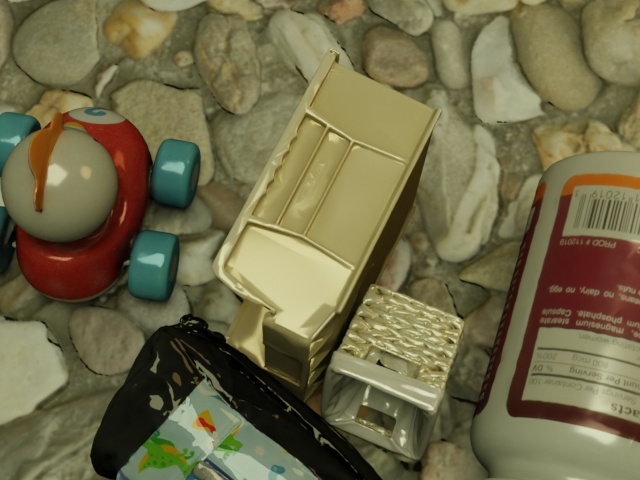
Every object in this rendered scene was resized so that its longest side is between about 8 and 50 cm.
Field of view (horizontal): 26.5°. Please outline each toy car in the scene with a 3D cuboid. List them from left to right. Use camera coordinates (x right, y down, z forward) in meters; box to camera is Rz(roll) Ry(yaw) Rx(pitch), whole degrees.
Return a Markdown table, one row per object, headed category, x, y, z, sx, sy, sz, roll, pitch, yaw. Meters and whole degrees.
| category | x | y | z | sx | sy | sz | roll | pitch | yaw |
| --- | --- | --- | --- | --- | --- | --- | --- | --- | --- |
| toy car | -0.250 | -0.065 | 1.360 | 0.219 | 0.238 | 0.210 | 10 | 70 | 3 |

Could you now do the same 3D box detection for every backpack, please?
| category | x | y | z | sx | sy | sz | roll | pitch | yaw |
| --- | --- | --- | --- | --- | --- | --- | --- | --- | --- |
| backpack | -0.040 | 0.265 | 1.237 | 0.356 | 0.290 | 0.273 | 29 | 81 | 3 |

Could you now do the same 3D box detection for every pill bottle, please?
| category | x | y | z | sx | sy | sz | roll | pitch | yaw |
| --- | --- | --- | --- | --- | --- | --- | --- | --- | --- |
| pill bottle | 0.272 | 0.133 | 1.297 | 0.224 | 0.224 | 0.392 | 16 | 71 | 6 |

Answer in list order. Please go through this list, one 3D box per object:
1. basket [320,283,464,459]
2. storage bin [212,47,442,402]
| category | x | y | z | sx | sy | sz | roll | pitch | yaw |
| --- | --- | --- | --- | --- | --- | --- | --- | --- | --- |
| basket | 0.072 | 0.129 | 1.330 | 0.113 | 0.167 | 0.103 | 22 | 66 | 8 |
| storage bin | 0.000 | 0.000 | 1.325 | 0.123 | 0.262 | 0.260 | 26 | 71 | 6 |
